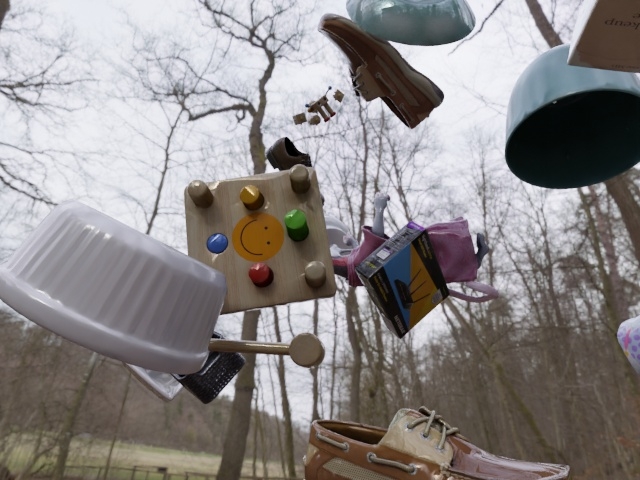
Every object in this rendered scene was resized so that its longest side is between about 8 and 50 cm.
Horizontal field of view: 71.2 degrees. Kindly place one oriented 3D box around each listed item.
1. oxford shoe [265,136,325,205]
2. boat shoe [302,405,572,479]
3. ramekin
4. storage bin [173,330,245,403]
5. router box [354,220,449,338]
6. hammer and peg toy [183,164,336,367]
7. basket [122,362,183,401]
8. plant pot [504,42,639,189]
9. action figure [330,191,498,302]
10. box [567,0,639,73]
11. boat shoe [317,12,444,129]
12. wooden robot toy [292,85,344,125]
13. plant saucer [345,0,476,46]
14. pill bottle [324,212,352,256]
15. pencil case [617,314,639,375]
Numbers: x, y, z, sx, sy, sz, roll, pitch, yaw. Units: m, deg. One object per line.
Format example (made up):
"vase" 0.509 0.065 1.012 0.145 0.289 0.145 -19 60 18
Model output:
"oxford shoe" -0.055 -0.188 1.236 0.096 0.083 0.227 -38 -90 35
"boat shoe" 0.112 0.262 0.527 0.324 0.119 0.122 -12 -17 28
"ramekin" -0.246 0.053 0.576 0.273 0.127 0.273 26 -8 4
"storage bin" -0.262 0.268 0.987 0.084 0.122 0.180 53 -27 -20
"router box" 0.150 0.073 0.792 0.046 0.133 0.179 36 -18 50
"hammer and peg toy" -0.111 0.049 0.791 0.266 0.361 0.127 -8 -18 -2
"basket" -0.405 0.316 1.127 0.167 0.113 0.103 41 -37 1
"plant pot" 0.565 -0.300 1.014 0.293 0.235 0.293 6 -32 4
"action figure" 0.165 0.053 1.016 0.370 0.275 0.248 -12 -19 -2
"box" 0.441 -0.346 0.580 0.148 0.121 0.311 15 -1 20
"boat shoe" 0.121 -0.355 0.962 0.324 0.123 0.116 31 -76 -19
"wooden robot toy" -0.012 -0.368 1.268 0.076 0.173 0.079 56 -21 -22
"plant saucer" 0.135 -0.352 0.653 0.195 0.195 0.037 7 -37 0
"pill bottle" 0.000 0.000 1.461 0.176 0.176 0.318 15 6 -14
"pencil case" 0.576 0.119 0.626 0.124 0.113 0.273 25 -42 -18
